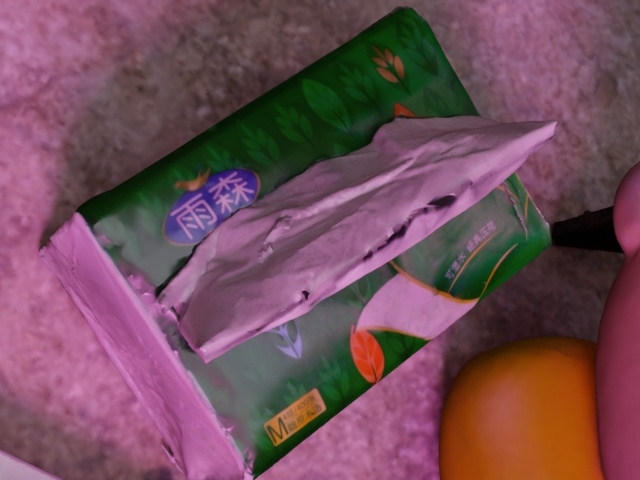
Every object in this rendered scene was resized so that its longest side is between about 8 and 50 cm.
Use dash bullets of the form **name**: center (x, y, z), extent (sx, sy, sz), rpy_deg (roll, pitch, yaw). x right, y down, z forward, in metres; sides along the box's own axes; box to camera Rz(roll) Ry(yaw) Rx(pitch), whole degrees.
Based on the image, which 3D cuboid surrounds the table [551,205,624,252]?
- **table**: center (0.302, -0.115, 0.844), extent (0.282, 0.196, 0.250), rpy_deg (8, 80, -22)

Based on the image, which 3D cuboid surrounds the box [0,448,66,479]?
- **box**: center (-0.083, 0.167, 0.717), extent (0.218, 0.039, 0.055), rpy_deg (29, 70, -18)

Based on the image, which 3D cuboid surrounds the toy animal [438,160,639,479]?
- **toy animal**: center (0.220, 0.118, 0.752), extent (0.247, 0.277, 0.345), rpy_deg (1, 108, -39)

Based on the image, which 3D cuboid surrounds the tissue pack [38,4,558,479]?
- **tissue pack**: center (0.000, -0.002, 0.716), extent (0.209, 0.156, 0.148), rpy_deg (-34, 94, -23)
